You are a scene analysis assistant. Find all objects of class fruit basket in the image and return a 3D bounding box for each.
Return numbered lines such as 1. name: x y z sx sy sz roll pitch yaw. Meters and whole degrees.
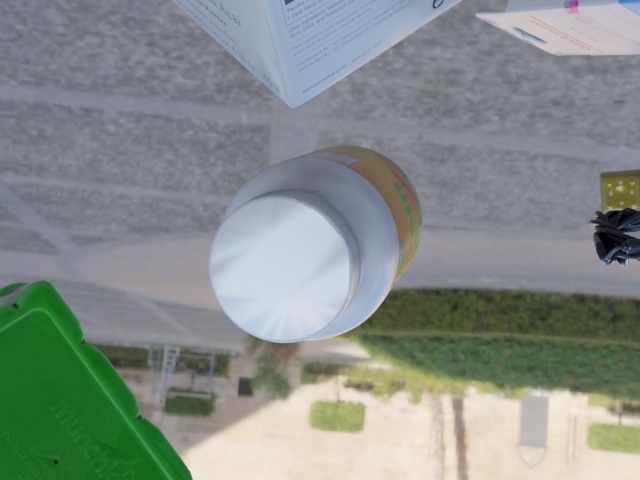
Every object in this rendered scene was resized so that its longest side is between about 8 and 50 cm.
1. fruit basket: -0.289 0.253 0.887 0.283 0.392 0.392 -36 -162 -32

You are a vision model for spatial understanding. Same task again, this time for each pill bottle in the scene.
1. pill bottle: 0.000 0.000 0.739 0.136 0.136 0.246 3 -170 12

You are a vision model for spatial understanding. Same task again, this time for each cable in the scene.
1. cable: 0.402 -0.015 1.128 0.150 0.047 0.184 -9 -167 16

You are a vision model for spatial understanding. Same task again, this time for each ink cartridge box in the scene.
1. ink cartridge box: 0.213 -0.179 0.686 0.104 0.061 0.181 15 180 -34

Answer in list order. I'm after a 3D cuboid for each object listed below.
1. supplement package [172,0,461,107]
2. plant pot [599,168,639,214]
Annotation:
1. supplement package: -0.024 -0.264 0.556 0.177 0.175 0.293 45 162 34
2. plant pot: 0.455 -0.068 1.405 0.081 0.081 0.083 -3 178 28
